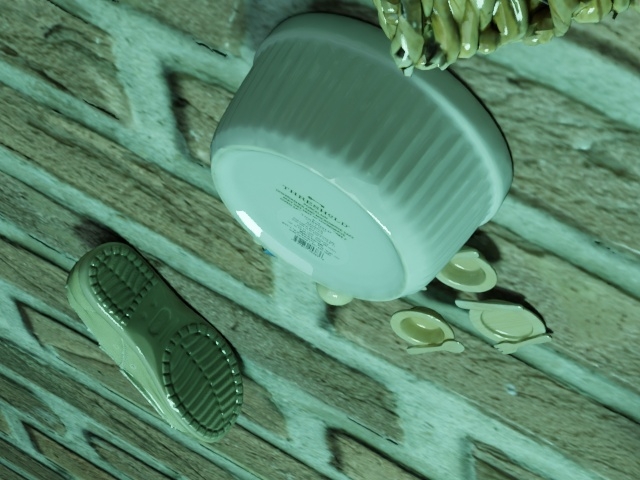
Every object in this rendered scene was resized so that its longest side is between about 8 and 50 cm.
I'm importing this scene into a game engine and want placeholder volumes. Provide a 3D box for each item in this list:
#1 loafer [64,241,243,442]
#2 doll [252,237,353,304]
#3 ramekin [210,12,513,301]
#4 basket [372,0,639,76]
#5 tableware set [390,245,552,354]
[{"bbox_3d":[-0.181,0.108,1.672,0.092,0.102,0.268,2,131,53],"label":"loafer"},{"bbox_3d":[0.000,0.000,1.279,0.129,0.046,0.189,15,151,22],"label":"doll"},{"bbox_3d":[0.020,-0.049,1.082,0.207,0.109,0.207,28,156,14],"label":"ramekin"},{"bbox_3d":[0.076,-0.257,0.588,0.299,0.214,0.223,69,-175,-47],"label":"basket"},{"bbox_3d":[0.096,0.046,1.230,0.141,0.020,0.168,-5,139,37],"label":"tableware set"}]
